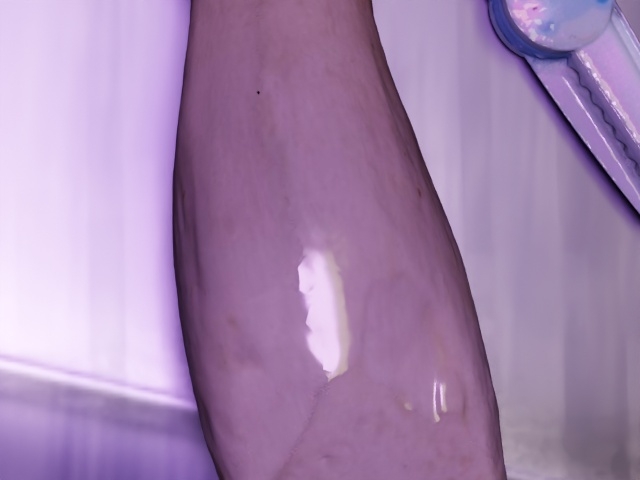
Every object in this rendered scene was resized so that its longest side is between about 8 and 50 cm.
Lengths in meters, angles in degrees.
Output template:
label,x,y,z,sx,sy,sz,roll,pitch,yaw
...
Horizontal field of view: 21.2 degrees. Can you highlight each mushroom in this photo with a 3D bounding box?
label,x,y,z,sx,sy,sz,roll,pitch,yaw
mushroom,0.000,0.000,0.712,0.128,0.128,0.350,-5,82,-14

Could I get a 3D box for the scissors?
label,x,y,z,sx,sy,sz,roll,pitch,yaw
scissors,0.105,-0.114,0.789,0.125,0.030,0.256,-32,91,-14
